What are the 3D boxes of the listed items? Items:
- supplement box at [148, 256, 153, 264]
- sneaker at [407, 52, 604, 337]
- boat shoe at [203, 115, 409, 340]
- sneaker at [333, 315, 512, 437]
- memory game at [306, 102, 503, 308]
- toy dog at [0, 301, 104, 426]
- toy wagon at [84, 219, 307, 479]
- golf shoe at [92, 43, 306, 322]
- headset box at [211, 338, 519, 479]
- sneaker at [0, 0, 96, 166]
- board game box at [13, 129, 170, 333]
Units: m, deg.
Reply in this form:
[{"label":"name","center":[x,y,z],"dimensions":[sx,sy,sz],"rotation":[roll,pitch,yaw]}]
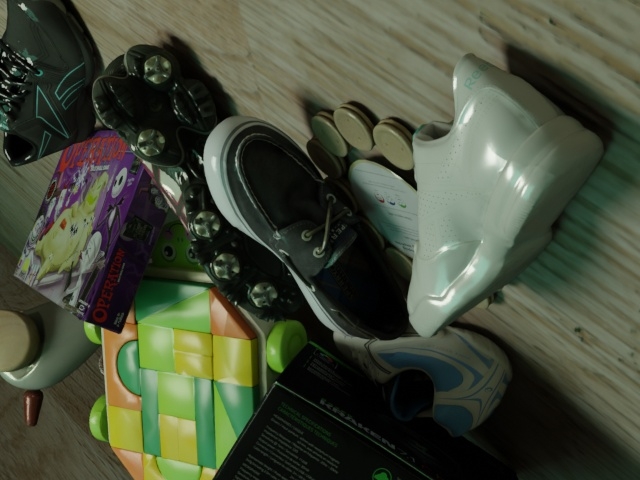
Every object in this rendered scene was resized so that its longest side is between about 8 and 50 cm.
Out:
[{"label":"supplement box","center":[-0.307,0.067,1.435],"dimensions":[0.191,0.129,0.194],"rotation":[23,149,50]},{"label":"sneaker","center":[0.082,-0.022,0.522],"dimensions":[0.094,0.080,0.212],"rotation":[49,152,18]},{"label":"boat shoe","center":[0.000,0.000,0.686],"dimensions":[0.076,0.080,0.228],"rotation":[16,146,48]},{"label":"sneaker","center":[0.066,0.106,0.781],"dimensions":[0.085,0.086,0.237],"rotation":[52,162,-19]},{"label":"memory game","center":[0.059,-0.022,0.649],"dimensions":[0.186,0.012,0.186],"rotation":[40,160,18]},{"label":"toy dog","center":[-0.304,0.149,1.235],"dimensions":[0.220,0.334,0.161],"rotation":[-3,-100,-71]},{"label":"toy wagon","center":[-0.142,0.119,0.983],"dimensions":[0.267,0.068,0.344],"rotation":[4,102,29]},{"label":"golf shoe","center":[-0.094,-0.053,0.820],"dimensions":[0.273,0.105,0.120],"rotation":[57,175,-11]},{"label":"headset box","center":[0.048,0.215,0.777],"dimensions":[0.246,0.131,0.283],"rotation":[33,-177,5]},{"label":"sneaker","center":[-0.307,-0.168,0.986],"dimensions":[0.101,0.106,0.267],"rotation":[43,154,15]},{"label":"board game box","center":[-0.264,-0.025,1.053],"dimensions":[0.056,0.208,0.347],"rotation":[28,171,-29]}]
